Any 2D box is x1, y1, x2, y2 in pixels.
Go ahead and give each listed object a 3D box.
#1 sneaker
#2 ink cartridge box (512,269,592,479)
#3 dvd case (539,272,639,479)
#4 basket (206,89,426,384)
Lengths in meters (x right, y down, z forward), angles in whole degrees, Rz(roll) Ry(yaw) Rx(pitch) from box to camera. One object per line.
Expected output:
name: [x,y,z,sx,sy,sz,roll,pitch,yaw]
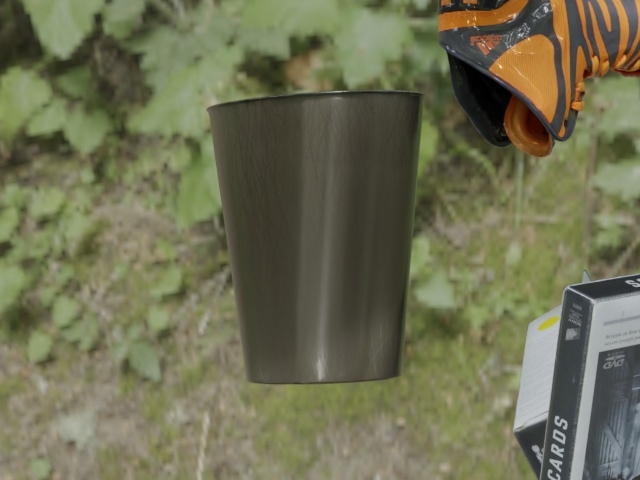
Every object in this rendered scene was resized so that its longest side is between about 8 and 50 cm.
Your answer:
sneaker: [0.216,-0.148,1.519,0.321,0.124,0.180,15,78,-31]
ink cartridge box: [0.267,0.215,1.599,0.072,0.304,0.307,-26,12,16]
dvd case: [0.198,0.127,1.026,0.179,0.239,0.029,-9,23,-32]
basket: [0.000,0.000,1.477,0.154,0.227,0.204,-2,-2,-42]
